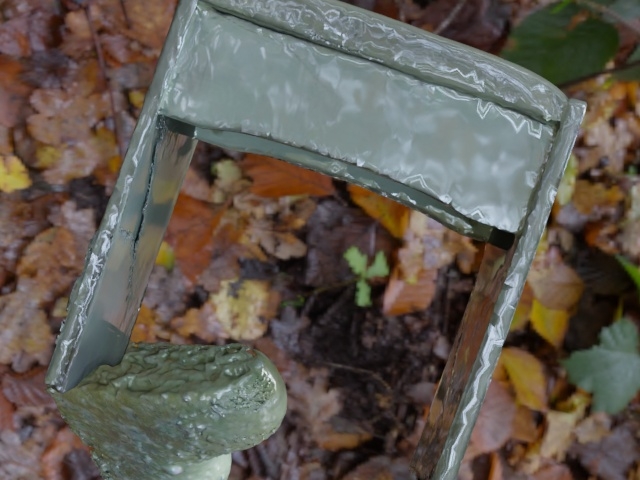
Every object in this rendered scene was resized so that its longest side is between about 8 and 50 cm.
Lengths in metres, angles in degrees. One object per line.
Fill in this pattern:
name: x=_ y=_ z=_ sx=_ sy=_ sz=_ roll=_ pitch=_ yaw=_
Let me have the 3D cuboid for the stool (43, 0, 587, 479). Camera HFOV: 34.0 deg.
stool: x=0.000 y=0.000 z=0.677 sx=0.243 sy=0.170 sz=0.270 roll=20 pitch=89 yaw=2

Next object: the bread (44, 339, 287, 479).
bread: x=-0.129 y=0.135 z=0.812 sx=0.172 sy=0.232 sz=0.064 roll=33 pitch=46 yaw=-11
